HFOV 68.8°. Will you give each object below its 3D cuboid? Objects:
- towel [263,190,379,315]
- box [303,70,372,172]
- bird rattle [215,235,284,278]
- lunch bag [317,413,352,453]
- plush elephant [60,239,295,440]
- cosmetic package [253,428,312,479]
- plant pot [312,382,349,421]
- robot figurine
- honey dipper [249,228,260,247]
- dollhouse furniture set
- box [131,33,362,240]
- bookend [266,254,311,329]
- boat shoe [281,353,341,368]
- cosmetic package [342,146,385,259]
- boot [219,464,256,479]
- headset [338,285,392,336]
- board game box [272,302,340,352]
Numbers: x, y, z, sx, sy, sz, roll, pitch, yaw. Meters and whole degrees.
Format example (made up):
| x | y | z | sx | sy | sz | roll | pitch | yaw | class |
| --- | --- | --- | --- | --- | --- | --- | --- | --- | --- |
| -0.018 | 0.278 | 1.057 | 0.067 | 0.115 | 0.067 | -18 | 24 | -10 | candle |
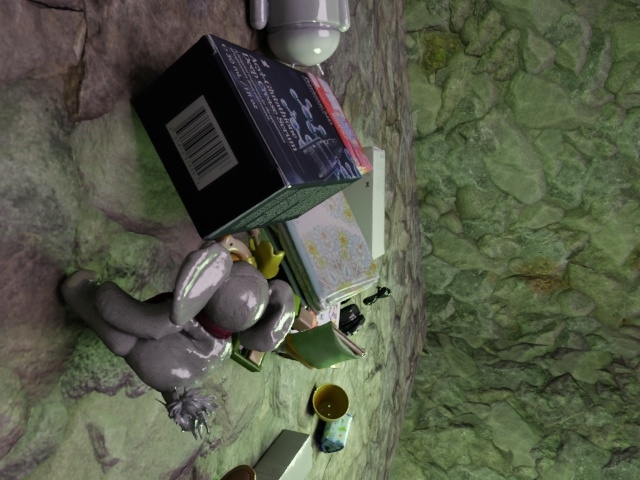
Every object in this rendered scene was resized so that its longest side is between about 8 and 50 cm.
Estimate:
| x | y | z | sx | sy | sz | roll | pitch | yaw | class |
| --- | --- | --- | --- | --- | --- | --- | --- | --- | --- |
| 0.000 | 0.000 | 1.333 | 0.320 | 0.090 | 0.374 | -16 | 80 | -52 | towel |
| 0.003 | -0.300 | 1.322 | 0.300 | 0.142 | 0.154 | 62 | 24 | 4 | box |
| -0.213 | 0.094 | 1.108 | 0.207 | 0.143 | 0.253 | 49 | 61 | -43 | bird rattle |
| 0.049 | 0.733 | 1.788 | 0.151 | 0.096 | 0.129 | 112 | 2 | -50 | lunch bag |
| -0.199 | 0.110 | 0.764 | 0.255 | 0.330 | 0.272 | -48 | 140 | -9 | plush elephant |
| -0.114 | 0.686 | 1.388 | 0.238 | 0.107 | 0.127 | -29 | 119 | -67 | cosmetic package |
| 0.031 | 0.605 | 1.707 | 0.095 | 0.134 | 0.134 | 104 | 8 | -49 | plant pot |
| -0.051 | -0.622 | 1.232 | 0.300 | 0.200 | 0.353 | -13 | 109 | -26 | robot figurine |
| -0.167 | 0.016 | 1.264 | 0.030 | 0.030 | 0.160 | -59 | 146 | -48 | honey dipper |
| -0.053 | 0.293 | 1.213 | 0.301 | 0.197 | 0.151 | 43 | 46 | -27 | dollhouse furniture set |
| -0.122 | -0.198 | 0.971 | 0.293 | 0.212 | 0.395 | 62 | 24 | 3 | box |
| -0.095 | 0.145 | 1.312 | 0.156 | 0.072 | 0.157 | 33 | 62 | -19 | bookend |
| -0.011 | 0.359 | 1.558 | 0.341 | 0.121 | 0.110 | 40 | 58 | -61 | boat shoe |
| 0.110 | -0.130 | 1.665 | 0.156 | 0.217 | 0.385 | -14 | 104 | -66 | cosmetic package |
| -0.205 | 0.719 | 1.161 | 0.220 | 0.109 | 0.283 | 59 | 42 | -51 | boot |
| 0.088 | 0.210 | 1.612 | 0.394 | 0.185 | 0.243 | 8 | 57 | -54 | headset |
| -0.034 | 0.191 | 1.415 | 0.193 | 0.053 | 0.305 | 12 | 76 | -25 | board game box |
